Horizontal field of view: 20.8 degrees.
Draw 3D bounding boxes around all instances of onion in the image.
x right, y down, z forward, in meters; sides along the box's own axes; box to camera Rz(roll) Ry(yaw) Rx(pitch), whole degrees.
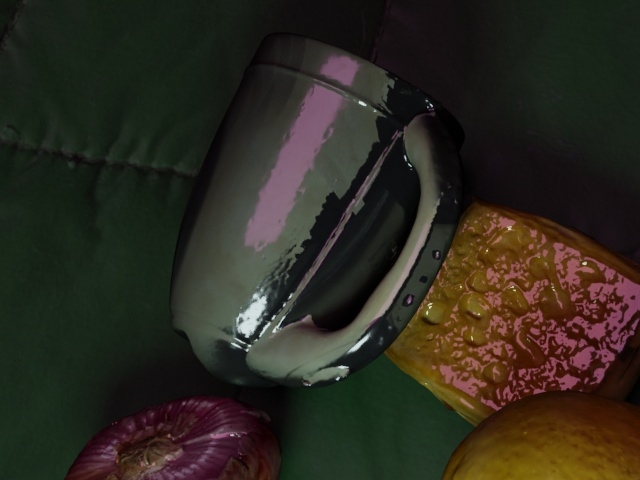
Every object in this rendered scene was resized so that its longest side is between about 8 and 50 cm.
[{"bbox_3d":[-0.131,0.252,1.674,0.230,0.163,0.230,-24,27,13],"label":"onion"}]

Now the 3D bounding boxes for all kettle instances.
[{"bbox_3d":[0.000,0.000,1.684,0.321,0.228,0.324,17,77,47],"label":"kettle"}]

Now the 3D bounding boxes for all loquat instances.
[{"bbox_3d":[0.223,0.267,1.453,0.274,0.275,0.275,-9,62,18],"label":"loquat"}]

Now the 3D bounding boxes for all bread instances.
[{"bbox_3d":[0.193,0.083,1.651,0.235,0.099,0.210,29,81,25],"label":"bread"}]
